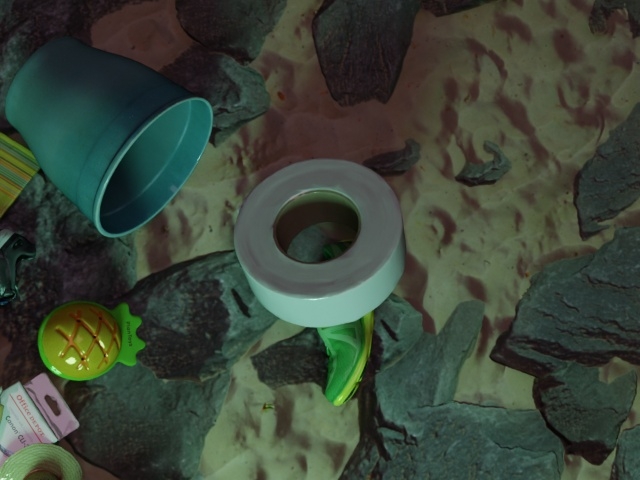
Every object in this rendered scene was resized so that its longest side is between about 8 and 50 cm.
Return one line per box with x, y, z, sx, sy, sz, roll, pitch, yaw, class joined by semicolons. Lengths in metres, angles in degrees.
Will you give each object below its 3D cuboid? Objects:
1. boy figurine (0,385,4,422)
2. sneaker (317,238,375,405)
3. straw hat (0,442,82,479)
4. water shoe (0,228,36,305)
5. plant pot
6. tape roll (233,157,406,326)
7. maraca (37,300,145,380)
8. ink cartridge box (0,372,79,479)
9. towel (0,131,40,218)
-0.555;0.265;1.377;0.177;0.092;0.285;-5;64;-12;boy figurine
0.032;0.140;1.633;0.123;0.109;0.295;6;71;2;sneaker
-0.420;0.385;1.426;0.144;0.061;0.144;-11;111;-30;straw hat
-0.525;0.079;1.508;0.080;0.073;0.203;27;72;-9;water shoe
-0.359;-0.187;1.532;0.255;0.271;0.271;36;70;12;plant pot
0.000;0.000;1.586;0.286;0.100;0.286;-5;57;8;tape roll
-0.367;0.158;1.520;0.185;0.099;0.127;-4;85;-41;maraca
-0.487;0.299;1.464;0.198;0.067;0.115;-34;85;-19;ink cartridge box
-0.568;-0.068;1.564;0.102;0.021;0.237;32;71;1;towel
